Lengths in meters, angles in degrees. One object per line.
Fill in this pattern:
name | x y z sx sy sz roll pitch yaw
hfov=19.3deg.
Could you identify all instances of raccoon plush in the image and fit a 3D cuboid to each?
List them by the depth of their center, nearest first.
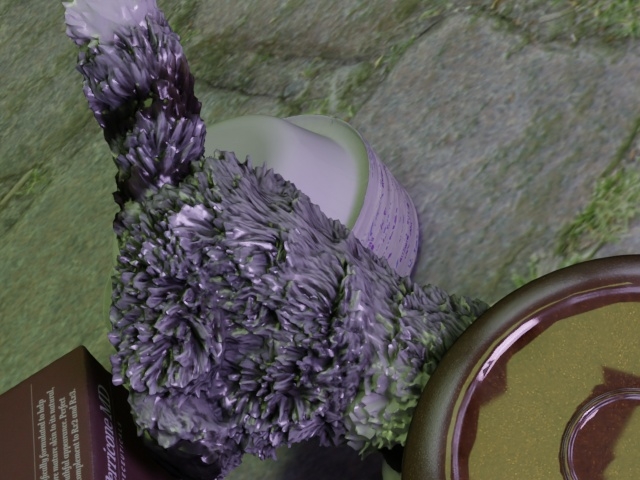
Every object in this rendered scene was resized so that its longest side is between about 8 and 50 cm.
raccoon plush | 0.000 0.000 1.356 0.299 0.446 0.216 -12 21 19

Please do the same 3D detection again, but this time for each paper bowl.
paper bowl | -0.068 0.004 1.649 0.284 0.148 0.284 -25 38 21

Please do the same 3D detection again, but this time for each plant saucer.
plant saucer | 0.199 0.142 1.194 0.310 0.050 0.311 -6 65 13

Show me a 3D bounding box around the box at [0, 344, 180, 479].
box | -0.184 0.230 1.447 0.167 0.203 0.168 -31 35 12
